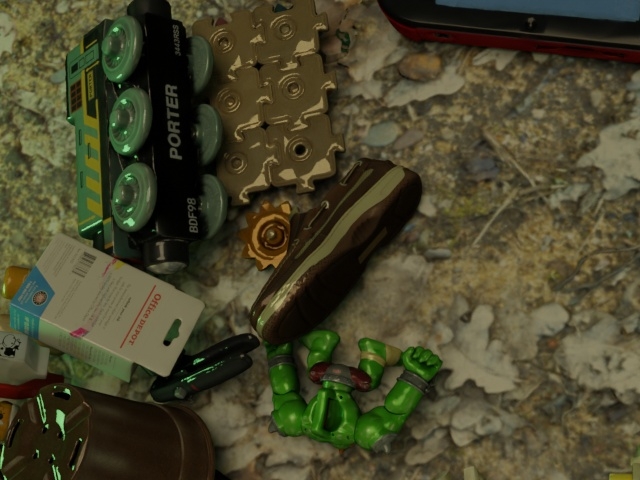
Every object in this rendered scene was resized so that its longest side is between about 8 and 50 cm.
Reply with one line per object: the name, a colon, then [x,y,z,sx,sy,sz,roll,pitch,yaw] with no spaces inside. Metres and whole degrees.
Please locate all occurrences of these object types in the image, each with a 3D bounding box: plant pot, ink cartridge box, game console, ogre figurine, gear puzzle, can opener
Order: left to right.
plant pot: [-0.225,0.229,1.023,0.167,0.165,0.167,-17,58,30]
ink cartridge box: [-0.230,0.080,1.079,0.181,0.061,0.104,26,56,-1]
can opener: [-0.131,0.140,1.078,0.186,0.073,0.059,-18,48,45]
gear puzzle: [-0.056,-0.124,1.191,0.175,0.044,0.339,-11,73,11]
ogre figurine: [0.019,0.159,1.051,0.197,0.097,0.118,14,65,7]
game console: [0.277,-0.376,1.167,0.386,0.060,0.342,10,77,17]

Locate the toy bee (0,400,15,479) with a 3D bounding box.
toy bee: [-0.369,0.312,1.072,0.195,0.162,0.298,-32,68,2]

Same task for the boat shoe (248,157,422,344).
boat shoe: [0.001,0.005,1.093,0.095,0.095,0.257,31,60,28]

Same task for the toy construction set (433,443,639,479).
toy construction set: [0.247,0.281,0.891,0.328,0.151,0.215,-19,109,38]

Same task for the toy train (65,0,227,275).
toy train: [-0.213,-0.112,1.165,0.190,0.142,0.334,-21,70,45]

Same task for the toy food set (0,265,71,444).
toy food set: [-0.319,0.143,1.117,0.104,0.111,0.232,11,38,-17]

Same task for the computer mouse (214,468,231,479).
computer mouse: [-0.162,0.357,1.056,0.184,0.060,0.262,30,83,20]
